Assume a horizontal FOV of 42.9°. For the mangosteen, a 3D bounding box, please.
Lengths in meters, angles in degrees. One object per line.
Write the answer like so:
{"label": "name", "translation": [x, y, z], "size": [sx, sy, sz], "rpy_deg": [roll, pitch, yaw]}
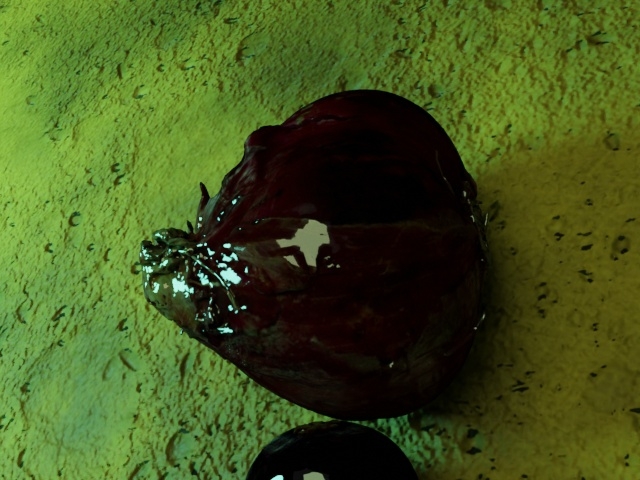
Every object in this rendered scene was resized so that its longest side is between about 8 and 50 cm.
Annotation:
{"label": "mangosteen", "translation": [0.011, 0.206, 0.583], "size": [0.137, 0.137, 0.152], "rpy_deg": [-5, 90, 28]}

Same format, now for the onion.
{"label": "onion", "translation": [0.021, -0.001, 0.645], "size": [0.280, 0.221, 0.281], "rpy_deg": [-4, 60, 6]}
